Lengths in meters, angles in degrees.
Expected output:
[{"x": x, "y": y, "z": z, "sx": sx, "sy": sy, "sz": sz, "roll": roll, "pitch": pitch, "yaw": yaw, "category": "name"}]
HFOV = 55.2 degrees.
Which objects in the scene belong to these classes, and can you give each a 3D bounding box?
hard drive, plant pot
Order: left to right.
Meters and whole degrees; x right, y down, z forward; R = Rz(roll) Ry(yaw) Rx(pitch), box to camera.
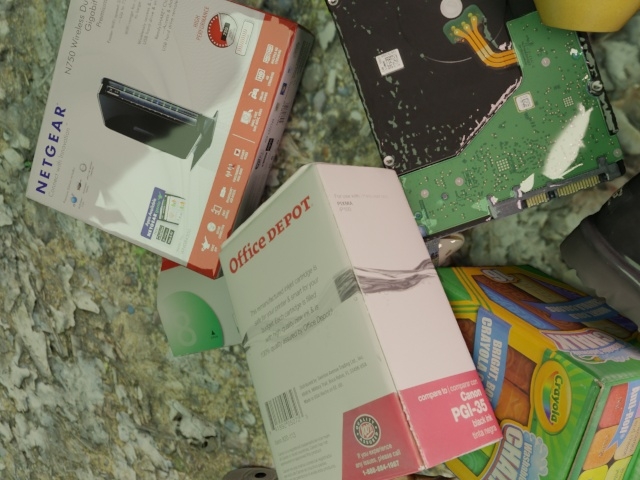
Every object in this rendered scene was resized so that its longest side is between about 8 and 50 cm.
[{"x": 0.152, "y": -0.189, "z": 0.646, "sx": 0.237, "sy": 0.064, "sz": 0.338, "roll": -20, "pitch": 92, "yaw": 8, "category": "hard drive"}, {"x": 0.244, "y": -0.240, "z": 0.546, "sx": 0.134, "sy": 0.134, "sz": 0.095, "roll": 15, "pitch": 119, "yaw": 23, "category": "plant pot"}]

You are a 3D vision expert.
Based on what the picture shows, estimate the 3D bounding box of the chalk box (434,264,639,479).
[{"x": 0.230, "y": 0.159, "z": 0.590, "sx": 0.289, "sy": 0.179, "sz": 0.180, "roll": 35, "pitch": 120, "yaw": 53, "category": "chalk box"}]

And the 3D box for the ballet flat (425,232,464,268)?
[{"x": 0.147, "y": -0.025, "z": 0.728, "sx": 0.070, "sy": 0.070, "sz": 0.188, "roll": 16, "pitch": 111, "yaw": 22, "category": "ballet flat"}]

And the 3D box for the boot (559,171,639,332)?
[{"x": 0.446, "y": -0.037, "z": 0.396, "sx": 0.367, "sy": 0.146, "sz": 0.445, "roll": 40, "pitch": 124, "yaw": 11, "category": "boot"}]

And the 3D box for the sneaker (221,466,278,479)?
[{"x": -0.052, "y": 0.422, "z": 0.916, "sx": 0.217, "sy": 0.079, "sz": 0.121, "roll": 2, "pitch": 101, "yaw": 24, "category": "sneaker"}]

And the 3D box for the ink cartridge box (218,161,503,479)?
[{"x": 0.022, "y": 0.092, "z": 0.612, "sx": 0.207, "sy": 0.117, "sz": 0.282, "roll": -38, "pitch": 63, "yaw": 44, "category": "ink cartridge box"}]

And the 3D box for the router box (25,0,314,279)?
[{"x": -0.206, "y": -0.159, "z": 0.809, "sx": 0.301, "sy": 0.082, "sz": 0.335, "roll": 22, "pitch": 104, "yaw": 10, "category": "router box"}]

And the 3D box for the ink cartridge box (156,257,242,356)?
[{"x": -0.173, "y": 0.049, "z": 0.908, "sx": 0.181, "sy": 0.056, "sz": 0.224, "roll": -17, "pitch": 96, "yaw": 28, "category": "ink cartridge box"}]

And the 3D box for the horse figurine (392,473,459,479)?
[{"x": 0.057, "y": 0.276, "z": 0.775, "sx": 0.263, "sy": 0.175, "sz": 0.066, "roll": -11, "pitch": 65, "yaw": 44, "category": "horse figurine"}]
